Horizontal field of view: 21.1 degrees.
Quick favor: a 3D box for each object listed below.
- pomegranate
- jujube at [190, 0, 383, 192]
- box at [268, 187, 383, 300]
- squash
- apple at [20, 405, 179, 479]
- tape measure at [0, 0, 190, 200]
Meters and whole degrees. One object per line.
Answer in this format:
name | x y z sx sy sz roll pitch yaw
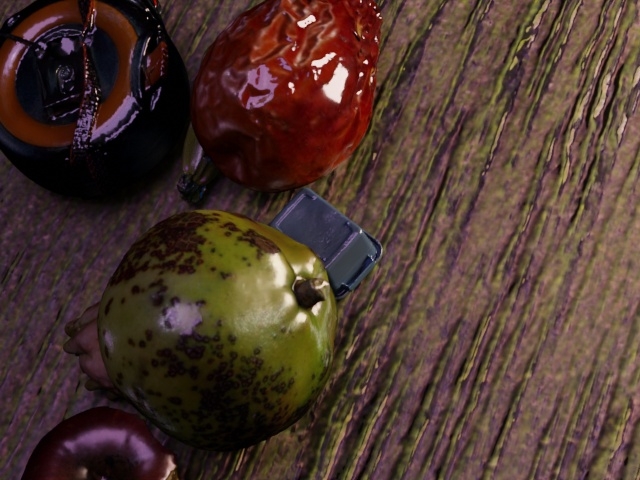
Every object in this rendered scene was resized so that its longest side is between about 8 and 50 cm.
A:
pomegranate | -0.113 0.069 1.522 0.277 0.222 0.204 19 82 46
jujube | -0.022 -0.156 1.638 0.168 0.168 0.236 17 55 23
box | 0.000 0.000 1.605 0.099 0.054 0.074 38 81 28
squash | -0.107 -0.121 1.698 0.052 0.052 0.183 4 65 18
apple | -0.189 0.232 1.486 0.147 0.158 0.156 -14 60 -7
tape measure | -0.234 -0.153 1.698 0.202 0.135 0.222 -23 61 8
